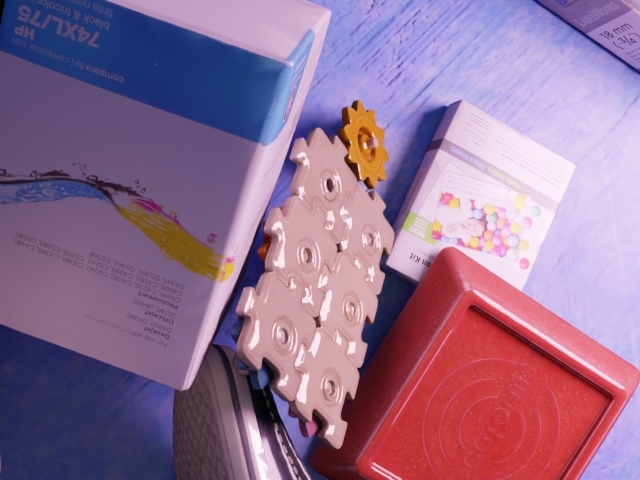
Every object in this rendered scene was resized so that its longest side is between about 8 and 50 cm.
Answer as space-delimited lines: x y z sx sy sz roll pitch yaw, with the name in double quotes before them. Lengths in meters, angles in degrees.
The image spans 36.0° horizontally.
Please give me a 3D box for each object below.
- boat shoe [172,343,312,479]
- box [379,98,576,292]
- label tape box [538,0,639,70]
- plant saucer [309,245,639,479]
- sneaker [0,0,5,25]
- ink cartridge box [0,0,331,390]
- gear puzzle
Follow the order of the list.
"boat shoe" 0.003 0.320 0.870 0.156 0.187 0.500 -21 88 -27
"box" 0.158 -0.027 1.000 0.145 0.038 0.186 28 82 -13
"label tape box" 0.342 -0.332 1.026 0.333 0.106 0.241 31 80 -11
"plant saucer" 0.163 0.179 0.966 0.259 0.048 0.258 33 89 -12
"sneaker" -0.278 -0.104 0.821 0.086 0.163 0.226 10 87 -16
"ink cartridge box" -0.134 -0.067 0.768 0.197 0.198 0.270 20 114 0
"gear puzzle" 0.000 0.000 0.882 0.175 0.044 0.339 51 43 -39
